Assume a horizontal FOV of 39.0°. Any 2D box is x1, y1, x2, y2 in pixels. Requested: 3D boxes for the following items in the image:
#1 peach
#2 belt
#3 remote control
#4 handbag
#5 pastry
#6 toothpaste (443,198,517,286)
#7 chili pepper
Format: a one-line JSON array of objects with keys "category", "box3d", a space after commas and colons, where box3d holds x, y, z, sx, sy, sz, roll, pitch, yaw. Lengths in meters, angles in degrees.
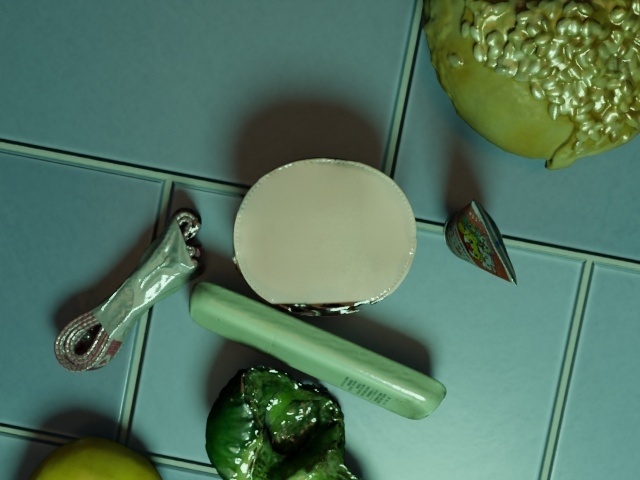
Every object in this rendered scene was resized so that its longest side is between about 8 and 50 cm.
[{"category": "peach", "box3d": [-0.259, 0.316, 1.032, 0.179, 0.103, 0.179, 0, 95, -1]}, {"category": "belt", "box3d": [-0.212, 0.063, 1.044, 0.071, 0.053, 0.232, 43, 93, 7]}, {"category": "remote control", "box3d": [-0.008, 0.127, 1.024, 0.309, 0.090, 0.038, 23, 64, 1]}, {"category": "handbag", "box3d": [0.000, 0.000, 1.002, 0.205, 0.116, 0.179, -1, 93, 1]}, {"category": "pastry", "box3d": [0.252, -0.238, 0.950, 0.284, 0.184, 0.316, -18, 93, 3]}, {"category": "toothpaste", "box3d": [0.166, -0.004, 0.938, 0.057, 0.234, 0.089, -27, 91, 2]}, {"category": "chili pepper", "box3d": [-0.032, 0.262, 1.029, 0.148, 0.116, 0.265, -31, 91, 14]}]
